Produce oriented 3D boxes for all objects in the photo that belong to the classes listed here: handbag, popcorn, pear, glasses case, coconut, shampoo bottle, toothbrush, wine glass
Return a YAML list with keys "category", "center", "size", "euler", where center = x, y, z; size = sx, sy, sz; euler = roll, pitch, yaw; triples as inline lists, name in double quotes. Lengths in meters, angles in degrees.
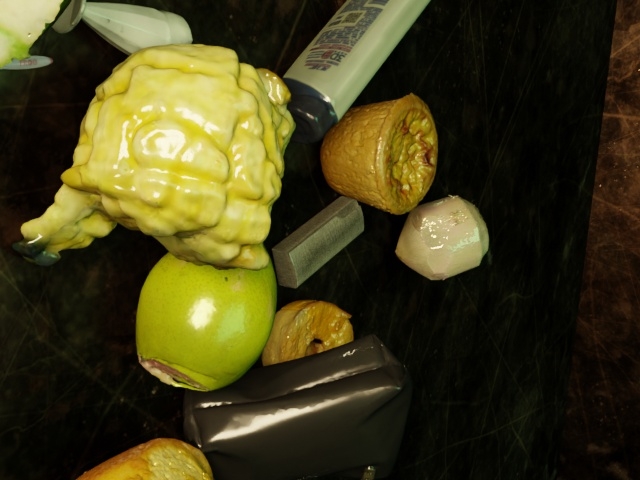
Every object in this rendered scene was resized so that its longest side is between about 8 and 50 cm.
- category: "handbag"
  center: [-0.020, 0.301, 1.160]
  size: [0.342, 0.152, 0.288]
  euler: [-13, 130, -6]
- category: "popcorn"
  center: [-0.154, -0.086, 0.853]
  size: [0.293, 0.293, 0.237]
  euler: [41, 45, -52]
- category: "pear"
  center: [-0.138, 0.084, 0.983]
  size: [0.220, 0.187, 0.187]
  euler: [-63, 143, -26]
- category: "glasses case"
  center: [0.000, 0.000, 1.275]
  size: [0.205, 0.047, 0.071]
  euler: [-38, 128, -43]
- category: "coconut"
  center: [0.240, -0.004, 1.522]
  size: [0.182, 0.171, 0.171]
  euler: [-18, 121, -9]
- category: "shampoo bottle"
  center: [0.039, -0.294, 1.165]
  size: [0.359, 0.134, 0.078]
  euler: [-55, 140, -27]
- category: "toothbrush"
  center: [-0.348, -0.173, 0.748]
  size: [0.193, 0.019, 0.013]
  euler: [-24, 118, -52]
- category: "wine glass"
  center: [-0.227, -0.247, 0.858]
  size: [0.155, 0.073, 0.073]
  euler: [10, 92, -52]

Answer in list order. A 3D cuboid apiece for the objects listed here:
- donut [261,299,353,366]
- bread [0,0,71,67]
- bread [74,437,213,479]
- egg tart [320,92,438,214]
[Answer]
- category: "donut"
  center: [-0.027, 0.182, 1.267]
  size: [0.190, 0.074, 0.174]
  euler: [8, 94, -52]
- category: "bread"
  center: [-0.322, -0.276, 0.479]
  size: [0.366, 0.129, 0.382]
  euler: [12, 128, -23]
- category: "bread"
  center: [-0.230, 0.387, 0.945]
  size: [0.268, 0.145, 0.268]
  euler: [-19, 123, -33]
- category: "egg tart"
  center: [0.095, -0.152, 1.278]
  size: [0.202, 0.147, 0.203]
  euler: [-24, 120, -50]
